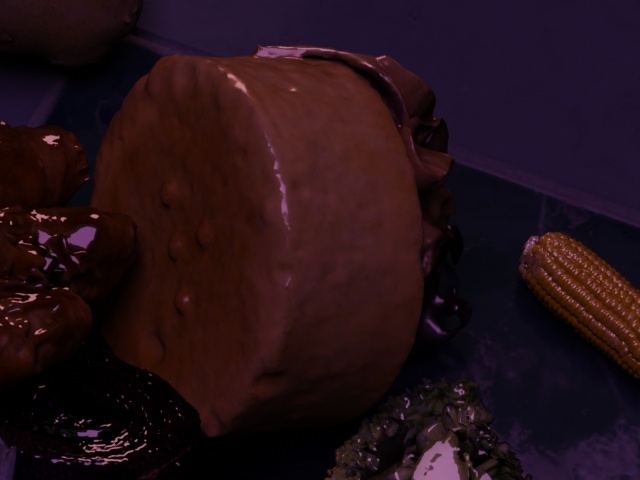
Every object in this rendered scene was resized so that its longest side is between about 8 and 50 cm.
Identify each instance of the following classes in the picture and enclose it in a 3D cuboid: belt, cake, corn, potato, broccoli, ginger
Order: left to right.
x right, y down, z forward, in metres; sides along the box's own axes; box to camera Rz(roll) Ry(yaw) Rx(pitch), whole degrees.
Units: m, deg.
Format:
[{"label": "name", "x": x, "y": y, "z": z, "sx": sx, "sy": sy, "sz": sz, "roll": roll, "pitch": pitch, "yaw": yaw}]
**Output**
[{"label": "ginger", "x": -0.295, "y": 0.007, "z": 1.516, "sx": 0.274, "sy": 0.152, "sz": 0.357, "roll": 0, "pitch": 27, "yaw": 14}, {"label": "potato", "x": -0.278, "y": -0.257, "z": 1.826, "sx": 0.235, "sy": 0.160, "sz": 0.178, "roll": 31, "pitch": 93, "yaw": 6}, {"label": "belt", "x": -0.228, "y": 0.176, "z": 1.523, "sx": 0.289, "sy": 0.164, "sz": 0.184, "roll": 22, "pitch": 30, "yaw": 35}, {"label": "cake", "x": 0.005, "y": 0.000, "z": 1.624, "sx": 0.321, "sy": 0.332, "sz": 0.332, "roll": -4, "pitch": 59, "yaw": -36}, {"label": "broccoli", "x": 0.094, "y": 0.222, "z": 1.566, "sx": 0.198, "sy": 0.176, "sz": 0.226, "roll": 24, "pitch": 86, "yaw": 4}, {"label": "corn", "x": 0.257, "y": 0.067, "z": 1.693, "sx": 0.067, "sy": 0.067, "sz": 0.206, "roll": -42, "pitch": 72, "yaw": -17}]
